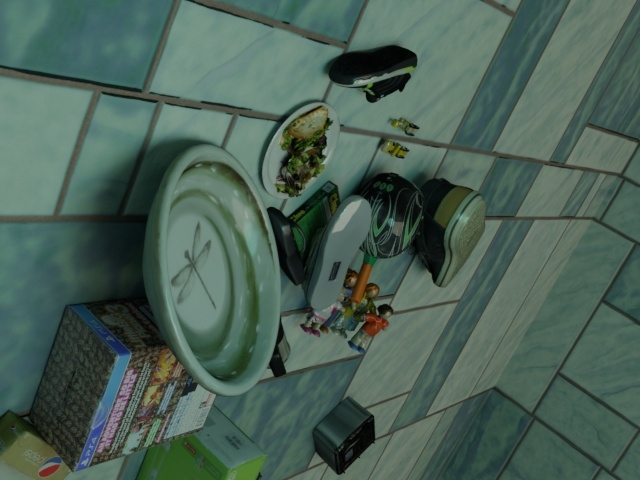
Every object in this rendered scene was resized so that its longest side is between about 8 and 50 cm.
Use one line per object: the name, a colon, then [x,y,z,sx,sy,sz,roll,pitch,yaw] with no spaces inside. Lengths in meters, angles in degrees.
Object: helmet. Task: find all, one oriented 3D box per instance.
helmet: [0.137,-0.046,1.656,0.161,0.169,0.169,-61,154,-22]

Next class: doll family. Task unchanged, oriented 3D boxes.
doll family: [0.058,0.150,1.821,0.263,0.118,0.163,25,106,-42]

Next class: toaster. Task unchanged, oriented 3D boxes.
toaster: [0.072,0.568,2.238,0.168,0.110,0.186,-40,148,-24]

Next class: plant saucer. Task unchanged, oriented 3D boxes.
plant saucer: [-0.186,0.050,1.234,0.400,0.100,0.401,-8,90,-69]

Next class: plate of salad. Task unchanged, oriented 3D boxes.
plate of salad: [-0.027,-0.160,1.421,0.200,0.048,0.200,-36,146,-30]

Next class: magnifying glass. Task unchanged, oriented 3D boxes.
magnifying glass: [0.114,0.035,1.760,0.092,0.026,0.231,54,50,-53]

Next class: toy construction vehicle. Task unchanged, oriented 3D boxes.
toy construction vehicle: [0.167,-0.221,1.654,0.098,0.035,0.086,-2,133,-51]

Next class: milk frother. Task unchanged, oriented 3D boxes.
milk frother: [-0.143,0.225,1.620,0.143,0.129,0.135,-6,141,4]

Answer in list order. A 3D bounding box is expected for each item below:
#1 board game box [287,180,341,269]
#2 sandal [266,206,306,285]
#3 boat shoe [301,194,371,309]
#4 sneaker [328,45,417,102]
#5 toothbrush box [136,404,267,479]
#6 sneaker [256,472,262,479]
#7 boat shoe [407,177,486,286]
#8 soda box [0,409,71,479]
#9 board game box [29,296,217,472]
board game box: [0.000,0.000,1.642,0.136,0.030,0.260,-40,147,-19]
sandal: [-0.063,0.002,1.492,0.054,0.097,0.254,-35,157,-11]
boat shoe: [0.023,0.014,1.570,0.096,0.088,0.268,-5,127,-32]
sneaker: [0.103,-0.295,1.431,0.234,0.084,0.097,-23,139,-43]
toothbrush box: [-0.265,0.505,1.602,0.122,0.206,0.283,-3,122,-54]
sneaker: [-0.215,0.631,1.910,0.153,0.094,0.235,0,111,-45]
boat shoe: [0.313,-0.019,1.952,0.187,0.156,0.500,-53,162,-11]
soda box: [-0.483,0.352,1.285,0.061,0.058,0.181,-45,149,-16]
board game box: [-0.309,0.230,1.322,0.291,0.141,0.232,-2,122,-54]
